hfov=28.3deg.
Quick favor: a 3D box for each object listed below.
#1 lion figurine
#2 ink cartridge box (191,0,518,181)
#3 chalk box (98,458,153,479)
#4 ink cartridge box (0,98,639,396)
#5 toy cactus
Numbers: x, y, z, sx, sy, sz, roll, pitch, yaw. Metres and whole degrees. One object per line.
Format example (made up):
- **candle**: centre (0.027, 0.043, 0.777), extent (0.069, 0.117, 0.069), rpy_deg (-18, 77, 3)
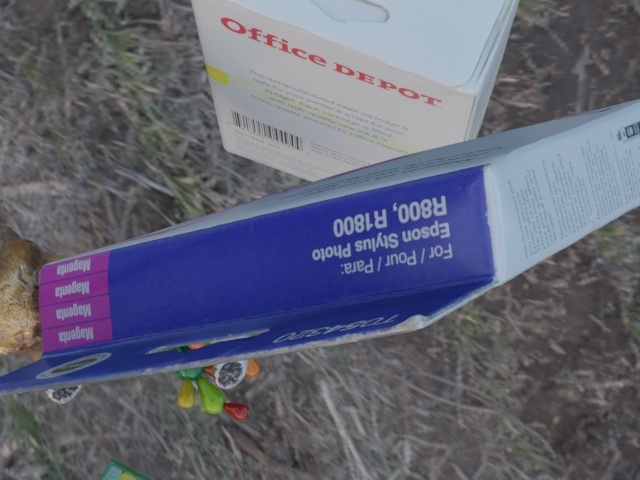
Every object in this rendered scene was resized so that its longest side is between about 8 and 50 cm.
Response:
- **lion figurine**: centre (-0.193, 0.050, 1.239), extent (0.392, 0.240, 0.142), rpy_deg (5, 107, -31)
- **ink cartridge box**: centre (0.039, -0.183, 1.294), extent (0.279, 0.385, 0.160), rpy_deg (21, 74, 7)
- **chalk box**: centre (-0.224, 0.370, 1.606), extent (0.213, 0.132, 0.132), rpy_deg (43, 72, -45)
- **ink cartridge box**: centre (0.000, 0.000, 0.754), extent (0.330, 0.324, 0.071), rpy_deg (-19, 96, -55)
- **toy cactus**: centre (-0.163, 0.112, 1.488), extent (0.112, 0.180, 0.219), rpy_deg (-53, 143, -41)
